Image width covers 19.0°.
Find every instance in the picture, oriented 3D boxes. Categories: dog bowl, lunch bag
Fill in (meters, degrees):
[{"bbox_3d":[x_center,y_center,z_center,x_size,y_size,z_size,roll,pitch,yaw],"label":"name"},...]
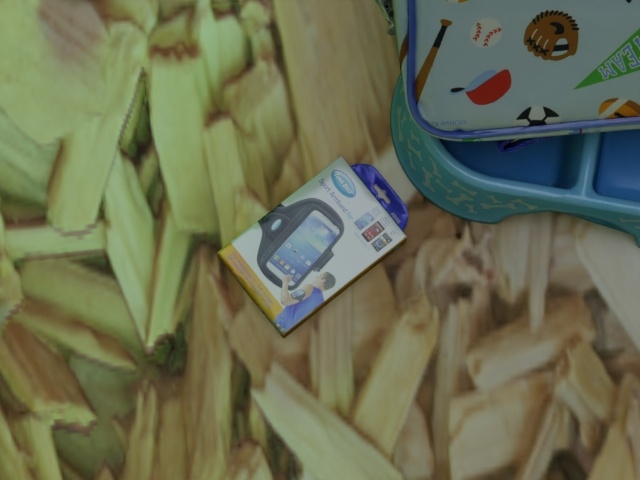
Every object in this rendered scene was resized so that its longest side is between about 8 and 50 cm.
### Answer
[{"bbox_3d":[0.201,-0.088,1.423,0.297,0.074,0.166,10,82,1],"label":"dog bowl"},{"bbox_3d":[0.186,-0.182,1.307,0.303,0.115,0.243,-4,122,1],"label":"lunch bag"}]

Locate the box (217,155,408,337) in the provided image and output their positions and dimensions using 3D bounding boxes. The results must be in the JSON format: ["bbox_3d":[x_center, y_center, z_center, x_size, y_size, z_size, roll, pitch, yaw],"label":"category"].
[{"bbox_3d":[0.000,0.000,1.435,0.136,0.028,0.081,-39,83,-3],"label":"box"}]
